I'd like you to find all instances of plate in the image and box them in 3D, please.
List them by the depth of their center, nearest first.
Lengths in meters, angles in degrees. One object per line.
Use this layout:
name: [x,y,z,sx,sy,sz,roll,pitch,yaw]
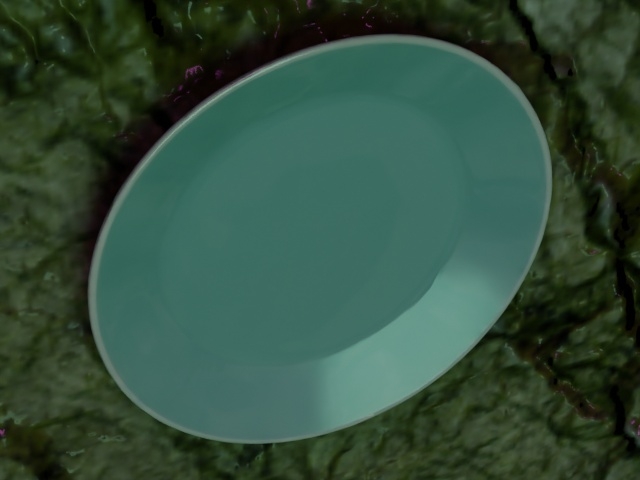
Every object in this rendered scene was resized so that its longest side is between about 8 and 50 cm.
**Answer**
plate: [0.000,0.000,0.639,0.188,0.024,0.188,-15,131,-18]
